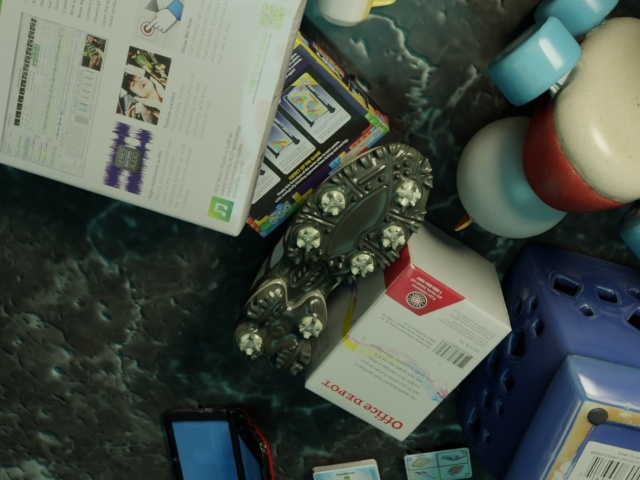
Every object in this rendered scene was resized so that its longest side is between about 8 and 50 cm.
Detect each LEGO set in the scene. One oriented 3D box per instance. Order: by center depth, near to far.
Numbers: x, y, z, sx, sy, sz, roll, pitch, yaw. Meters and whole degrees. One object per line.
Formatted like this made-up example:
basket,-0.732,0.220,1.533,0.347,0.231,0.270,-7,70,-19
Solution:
LEGO set,0.125,0.332,1.231,0.244,0.060,0.182,-9,123,4

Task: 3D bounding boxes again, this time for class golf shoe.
golf shoe,0.000,0.000,1.007,0.105,0.120,0.273,31,114,-20

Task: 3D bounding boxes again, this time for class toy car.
toy car,0.211,-0.083,0.955,0.219,0.210,0.238,48,139,-9

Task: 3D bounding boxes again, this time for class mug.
mug,0.032,-0.224,0.918,0.078,0.062,0.064,15,126,-1

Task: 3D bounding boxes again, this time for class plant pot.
plant pot,0.288,0.173,1.052,0.236,0.212,0.236,14,119,-8

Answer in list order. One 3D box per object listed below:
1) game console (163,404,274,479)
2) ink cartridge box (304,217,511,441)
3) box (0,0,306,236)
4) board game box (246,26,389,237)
game console,-0.111,0.267,1.181,0.085,0.124,0.144,-18,122,-20
ink cartridge box,0.082,0.084,1.049,0.128,0.127,0.176,33,114,-17
box,-0.193,-0.159,0.923,0.322,0.058,0.232,17,114,-1
board game box,-0.043,-0.106,0.990,0.170,0.048,0.141,-39,110,20
